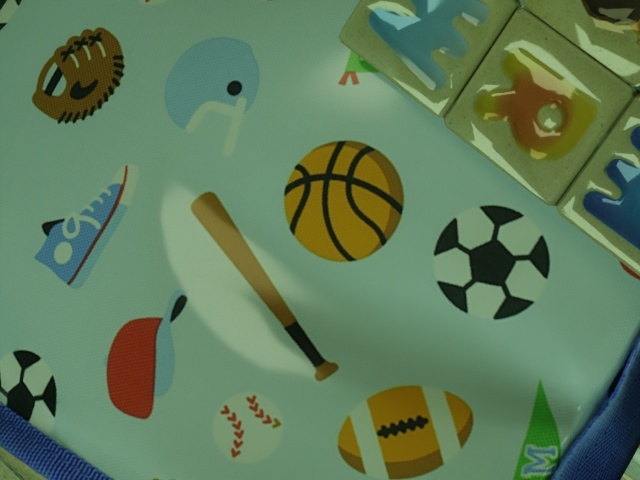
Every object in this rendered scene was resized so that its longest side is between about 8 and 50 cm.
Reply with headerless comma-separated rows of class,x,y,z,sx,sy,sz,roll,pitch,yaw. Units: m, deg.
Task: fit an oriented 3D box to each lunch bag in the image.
lunch bag,0.000,0.000,0.722,0.385,0.327,0.239,25,173,38

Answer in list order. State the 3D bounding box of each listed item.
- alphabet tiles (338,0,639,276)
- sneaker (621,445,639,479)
alphabet tiles,0.162,-0.122,0.527,0.342,0.011,0.285,40,113,16
sneaker,0.177,0.102,0.885,0.262,0.099,0.121,43,156,13
